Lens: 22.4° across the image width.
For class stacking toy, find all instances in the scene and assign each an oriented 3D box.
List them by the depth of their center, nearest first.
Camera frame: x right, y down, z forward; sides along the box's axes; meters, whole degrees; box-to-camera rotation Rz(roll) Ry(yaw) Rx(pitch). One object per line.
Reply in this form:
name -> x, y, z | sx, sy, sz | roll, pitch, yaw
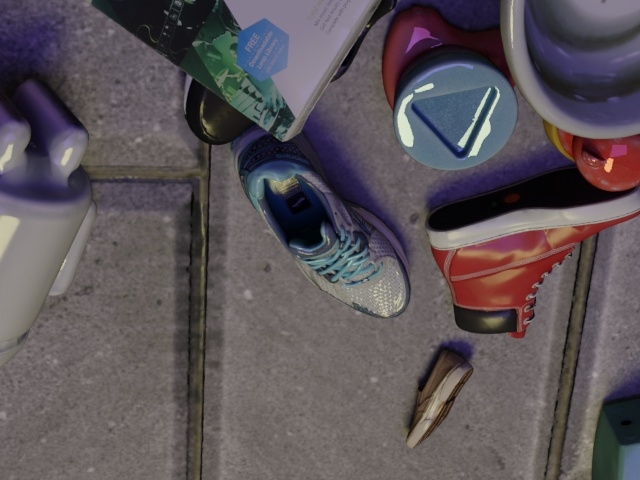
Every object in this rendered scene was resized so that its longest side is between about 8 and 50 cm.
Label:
stacking toy -> 0.230, -0.184, 1.669 | 0.309, 0.130, 0.279 | 6, 122, -9

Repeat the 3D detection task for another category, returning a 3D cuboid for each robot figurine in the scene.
robot figurine -> -0.366, 0.001, 1.677 | 0.300, 0.200, 0.353 | 7, 121, -43

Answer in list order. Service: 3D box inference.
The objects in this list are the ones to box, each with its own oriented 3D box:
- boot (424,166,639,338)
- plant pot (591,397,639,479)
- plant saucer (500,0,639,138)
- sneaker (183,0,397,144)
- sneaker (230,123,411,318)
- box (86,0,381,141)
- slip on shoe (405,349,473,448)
boot -> 0.256, 0.021, 1.821 | 0.244, 0.088, 0.176 | -14, 120, 11
plant pot -> 0.417, 0.312, 1.957 | 0.166, 0.165, 0.234 | -12, 111, 1
plant saucer -> 0.311, -0.292, 1.537 | 0.401, 0.100, 0.400 | -20, 131, -25
sneaker -> -0.034, -0.192, 1.638 | 0.107, 0.124, 0.283 | 27, 114, -36
sneaker -> 0.000, 0.000, 1.758 | 0.110, 0.122, 0.283 | -37, 116, 14
box -> -0.098, -0.280, 1.558 | 0.322, 0.058, 0.232 | 36, 112, 8
slip on shoe -> 0.132, 0.189, 1.923 | 0.041, 0.051, 0.135 | 40, 124, 19
